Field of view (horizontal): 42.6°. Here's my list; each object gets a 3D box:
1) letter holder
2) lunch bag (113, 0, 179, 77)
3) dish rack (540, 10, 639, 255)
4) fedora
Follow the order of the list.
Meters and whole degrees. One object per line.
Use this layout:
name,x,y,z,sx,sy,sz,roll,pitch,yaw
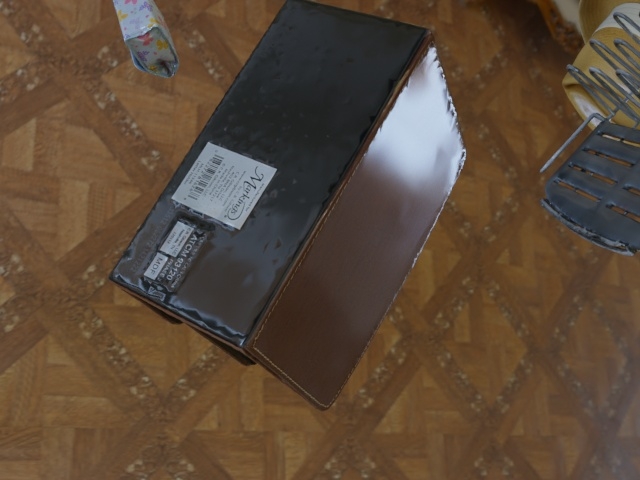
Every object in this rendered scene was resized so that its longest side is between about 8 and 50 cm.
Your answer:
letter holder,-0.007,-0.026,0.751,0.302,0.152,0.214,-60,150,-14
lunch bag,-0.196,-0.232,0.937,0.083,0.053,0.071,58,9,-61
dish rack,0.225,-0.118,0.464,0.074,0.208,0.271,39,97,-12
fedora,0.270,-0.132,0.703,0.079,0.194,0.194,-39,105,-1
